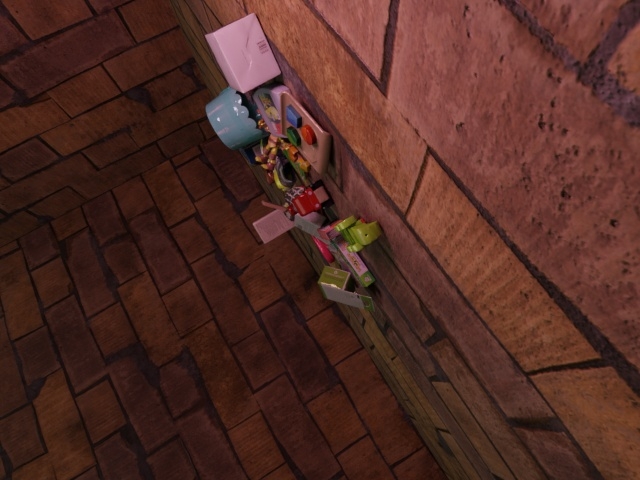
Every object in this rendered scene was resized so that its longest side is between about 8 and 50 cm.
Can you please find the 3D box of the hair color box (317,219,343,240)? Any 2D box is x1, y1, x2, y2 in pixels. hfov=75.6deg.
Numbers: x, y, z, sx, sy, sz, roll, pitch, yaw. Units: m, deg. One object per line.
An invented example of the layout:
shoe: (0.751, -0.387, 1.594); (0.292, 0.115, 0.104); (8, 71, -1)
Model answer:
hair color box: (0.049, -0.047, 1.768); (0.053, 0.093, 0.167); (61, 171, -10)

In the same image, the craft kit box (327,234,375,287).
craft kit box: (0.134, 0.099, 1.861); (0.246, 0.061, 0.250); (52, 171, 4)

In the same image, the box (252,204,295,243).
box: (-0.230, -0.117, 2.422); (0.147, 0.311, 0.121); (61, 172, -5)

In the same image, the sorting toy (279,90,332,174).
sorting toy: (-0.061, -0.320, 1.382); (0.229, 0.041, 0.307); (47, 160, 17)

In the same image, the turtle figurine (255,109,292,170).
turtle figurine: (-0.206, -0.427, 1.771); (0.269, 0.087, 0.217); (42, 120, 25)

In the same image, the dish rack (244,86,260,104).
dish rack: (-0.311, -0.693, 1.666); (0.208, 0.074, 0.271); (58, 169, 17)

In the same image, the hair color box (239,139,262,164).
hair color box: (-0.371, -0.552, 2.205); (0.347, 0.174, 0.105); (50, 167, 46)

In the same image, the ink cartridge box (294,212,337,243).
ink cartridge box: (-0.005, -0.063, 2.086); (0.261, 0.066, 0.296); (30, 171, -1)

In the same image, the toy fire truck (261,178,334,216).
toy fire truck: (-0.099, -0.157, 1.719); (0.158, 0.246, 0.217); (60, 172, -8)

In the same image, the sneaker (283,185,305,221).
sneaker: (-0.119, -0.213, 2.154); (0.107, 0.118, 0.279); (40, 149, 3)

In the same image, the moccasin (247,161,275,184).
moccasin: (-0.359, -0.493, 2.431); (0.380, 0.147, 0.139); (58, 171, 9)

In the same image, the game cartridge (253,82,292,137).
game cartridge: (-0.157, -0.476, 1.517); (0.294, 0.060, 0.196); (29, 146, 60)

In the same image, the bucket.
bucket: (-0.382, -0.567, 1.906); (0.281, 0.183, 0.281); (59, -166, -24)

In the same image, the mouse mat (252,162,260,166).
mouse mat: (-0.405, -0.553, 2.544); (0.007, 0.153, 0.189); (-32, 88, 53)

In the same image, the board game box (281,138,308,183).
board game box: (-0.124, -0.378, 1.834); (0.259, 0.039, 0.124); (59, 172, 22)

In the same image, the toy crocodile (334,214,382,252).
toy crocodile: (0.123, -0.030, 1.415); (0.115, 0.105, 0.340); (59, 176, -1)

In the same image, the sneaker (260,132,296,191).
sneaker: (-0.193, -0.395, 2.025); (0.121, 0.111, 0.299); (-14, 104, 57)

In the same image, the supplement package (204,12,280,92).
supplement package: (-0.260, -0.622, 1.375); (0.203, 0.149, 0.194); (47, 165, 57)

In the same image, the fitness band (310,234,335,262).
fitness band: (0.000, 0.000, 2.392); (0.290, 0.054, 0.209); (59, 175, 12)

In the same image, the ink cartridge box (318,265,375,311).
ink cartridge box: (0.136, 0.227, 1.906); (0.255, 0.097, 0.188); (13, 154, 20)
